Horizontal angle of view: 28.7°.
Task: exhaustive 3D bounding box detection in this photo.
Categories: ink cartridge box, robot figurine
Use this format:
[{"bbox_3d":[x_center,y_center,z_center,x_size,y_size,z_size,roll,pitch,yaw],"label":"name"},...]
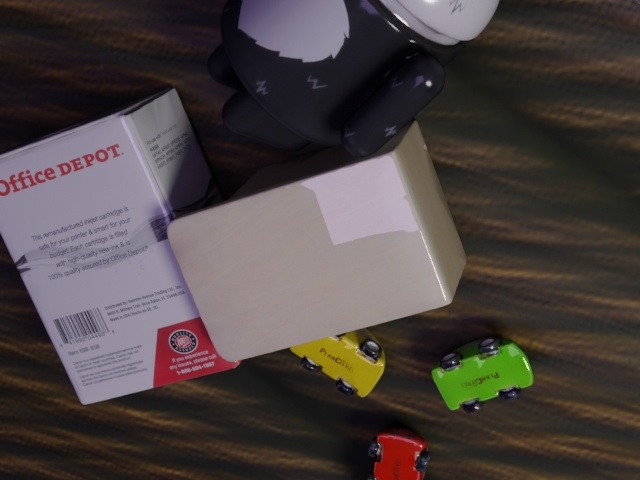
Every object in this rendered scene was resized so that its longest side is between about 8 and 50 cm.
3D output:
[{"bbox_3d":[-0.197,0.006,1.266,0.197,0.114,0.273,-16,106,25],"label":"ink cartridge box"},{"bbox_3d":[0.024,-0.194,1.072,0.278,0.173,0.209,-38,93,31],"label":"robot figurine"}]

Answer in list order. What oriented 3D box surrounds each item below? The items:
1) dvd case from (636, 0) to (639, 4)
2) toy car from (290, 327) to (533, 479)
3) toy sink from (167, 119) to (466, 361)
[{"bbox_3d":[0.277,-0.293,1.020,0.221,0.018,0.164,41,109,-3],"label":"dvd case"},{"bbox_3d":[0.110,0.148,1.253,0.225,0.053,0.239,-22,103,25],"label":"toy car"},{"bbox_3d":[0.000,0.000,1.188,0.234,0.131,0.153,-17,104,19],"label":"toy sink"}]
